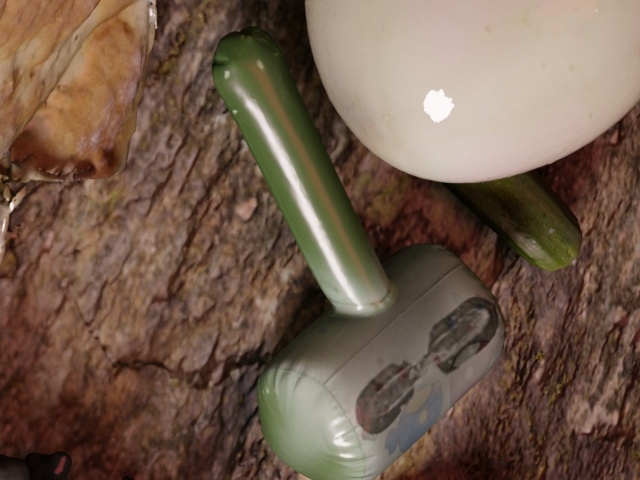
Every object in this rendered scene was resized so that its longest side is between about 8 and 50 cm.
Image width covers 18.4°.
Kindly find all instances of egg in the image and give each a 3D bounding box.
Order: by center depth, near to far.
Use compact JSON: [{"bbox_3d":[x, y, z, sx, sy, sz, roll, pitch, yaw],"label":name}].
[{"bbox_3d":[0.128,-0.196,1.414,0.283,0.283,0.345,43,64,-38],"label":"egg"}]

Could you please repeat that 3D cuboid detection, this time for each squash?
[{"bbox_3d":[0.141,-0.048,1.594,0.229,0.066,0.066,41,65,-40],"label":"squash"}]

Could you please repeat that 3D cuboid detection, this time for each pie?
[{"bbox_3d":[-0.202,-0.090,1.181,0.337,0.075,0.337,-50,154,-35],"label":"pie"}]

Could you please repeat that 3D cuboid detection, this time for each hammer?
[{"bbox_3d":[0.000,0.000,1.433,0.206,0.119,0.335,-40,112,-37],"label":"hammer"}]

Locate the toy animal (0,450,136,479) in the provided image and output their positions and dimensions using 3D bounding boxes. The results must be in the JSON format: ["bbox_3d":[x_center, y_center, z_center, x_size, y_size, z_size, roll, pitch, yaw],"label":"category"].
[{"bbox_3d":[-0.156,0.220,1.276,0.245,0.115,0.146,41,64,-38],"label":"toy animal"}]
